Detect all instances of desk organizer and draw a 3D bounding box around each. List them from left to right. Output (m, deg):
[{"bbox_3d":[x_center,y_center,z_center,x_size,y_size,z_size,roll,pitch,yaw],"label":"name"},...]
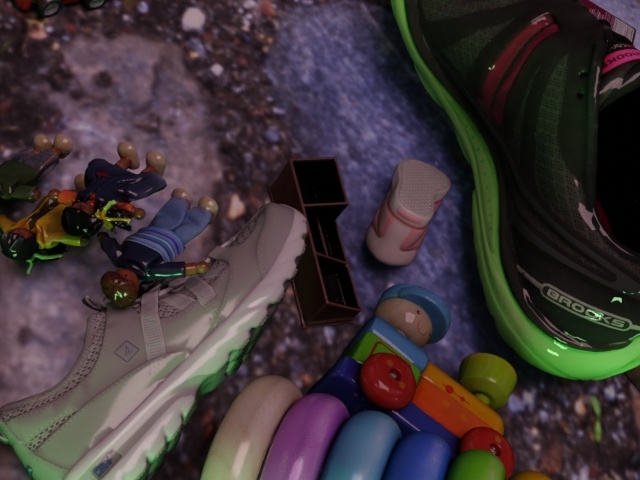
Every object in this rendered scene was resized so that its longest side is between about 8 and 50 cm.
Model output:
[{"bbox_3d":[0.000,0.000,0.751,0.047,0.050,0.130,-4,67,-25],"label":"desk organizer"}]

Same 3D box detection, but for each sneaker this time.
[{"bbox_3d":[-0.107,0.057,0.645,0.115,0.105,0.281,36,53,4],"label":"sneaker"},{"bbox_3d":[0.072,-0.022,0.802,0.051,0.070,0.134,28,27,2],"label":"sneaker"},{"bbox_3d":[0.209,-0.128,0.801,0.185,0.202,0.482,0,67,-44],"label":"sneaker"}]

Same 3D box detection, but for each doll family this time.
[{"bbox_3d":[-0.165,-0.015,0.650,0.193,0.076,0.111,6,32,23],"label":"doll family"}]

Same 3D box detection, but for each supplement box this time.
[{"bbox_3d":[0.281,-0.216,0.982,0.083,0.055,0.043,29,57,-8],"label":"supplement box"}]

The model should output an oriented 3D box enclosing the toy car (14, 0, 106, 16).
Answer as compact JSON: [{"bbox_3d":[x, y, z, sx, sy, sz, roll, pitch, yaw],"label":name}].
[{"bbox_3d":[-0.283,-0.185,0.722,0.239,0.053,0.224,13,60,-17],"label":"toy car"}]

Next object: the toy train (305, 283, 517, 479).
[{"bbox_3d":[0.118,0.147,0.707,0.248,0.105,0.143,37,43,-2],"label":"toy train"}]

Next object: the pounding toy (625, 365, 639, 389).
[{"bbox_3d":[0.374,0.029,0.821,0.206,0.181,0.094,-36,82,-33],"label":"pounding toy"}]

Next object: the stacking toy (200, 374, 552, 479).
[{"bbox_3d":[0.096,0.187,0.568,0.331,0.141,0.141,12,56,15],"label":"stacking toy"}]
